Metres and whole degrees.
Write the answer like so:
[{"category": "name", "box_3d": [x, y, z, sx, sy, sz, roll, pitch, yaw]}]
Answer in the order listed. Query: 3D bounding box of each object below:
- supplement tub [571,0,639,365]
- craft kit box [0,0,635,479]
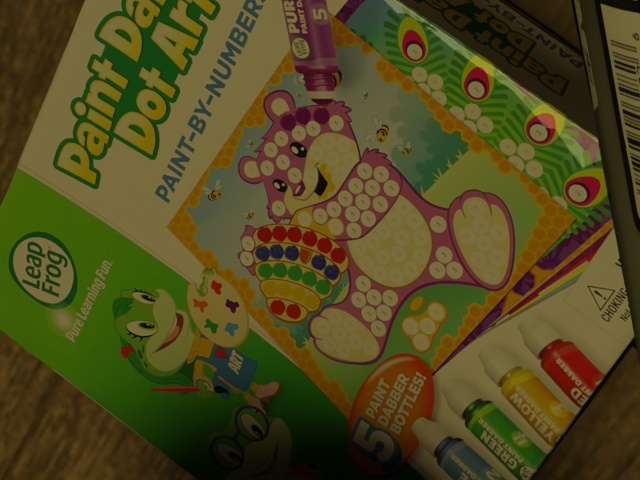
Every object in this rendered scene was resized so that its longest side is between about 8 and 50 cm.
[{"category": "supplement tub", "box_3d": [0.160, -0.095, 0.479, 0.193, 0.193, 0.316, -1, 113, 30]}, {"category": "craft kit box", "box_3d": [0.000, 0.000, 0.706, 0.246, 0.061, 0.250, 37, 126, 12]}]
